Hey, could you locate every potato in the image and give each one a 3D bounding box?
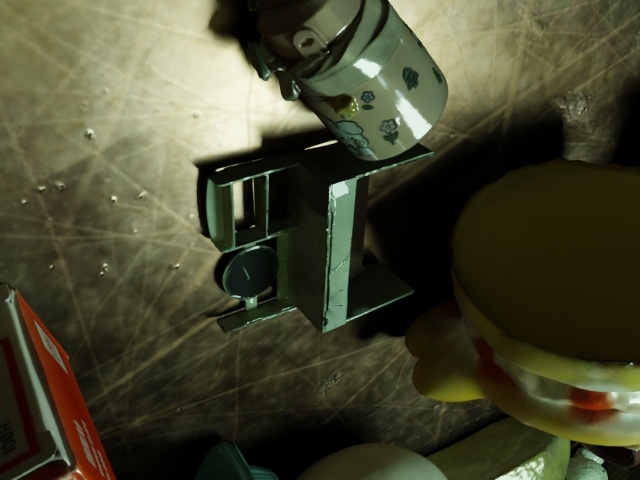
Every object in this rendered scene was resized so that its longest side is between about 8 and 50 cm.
[{"bbox_3d":[0.246,0.318,0.959,0.255,0.112,0.269,-42,130,-10],"label":"potato"}]

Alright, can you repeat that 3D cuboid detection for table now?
[{"bbox_3d":[0.000,0.000,0.597,0.175,0.062,0.146,-19,130,-28],"label":"table"}]

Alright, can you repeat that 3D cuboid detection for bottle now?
[{"bbox_3d":[0.013,-0.130,0.496,0.099,0.099,0.152,-48,131,2],"label":"bottle"}]

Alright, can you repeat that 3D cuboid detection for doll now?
[{"bbox_3d":[0.375,0.371,1.101,0.104,0.071,0.214,-29,175,38],"label":"doll"}]

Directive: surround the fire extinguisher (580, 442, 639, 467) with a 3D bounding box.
[{"bbox_3d":[0.463,0.134,0.983,0.344,0.102,0.138,-44,121,-23],"label":"fire extinguisher"}]

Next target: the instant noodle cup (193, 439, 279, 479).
[{"bbox_3d":[-0.076,0.300,0.684,0.070,0.157,0.179,15,111,-39],"label":"instant noodle cup"}]

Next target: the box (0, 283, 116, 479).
[{"bbox_3d":[-0.213,0.132,0.451,0.133,0.182,0.099,-30,133,-11],"label":"box"}]

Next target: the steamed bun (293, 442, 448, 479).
[{"bbox_3d":[0.035,0.318,0.786,0.232,0.145,0.231,-13,117,-29],"label":"steamed bun"}]

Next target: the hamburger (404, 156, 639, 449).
[{"bbox_3d":[0.236,0.072,0.693,0.303,0.261,0.186,-12,133,-7],"label":"hamburger"}]
